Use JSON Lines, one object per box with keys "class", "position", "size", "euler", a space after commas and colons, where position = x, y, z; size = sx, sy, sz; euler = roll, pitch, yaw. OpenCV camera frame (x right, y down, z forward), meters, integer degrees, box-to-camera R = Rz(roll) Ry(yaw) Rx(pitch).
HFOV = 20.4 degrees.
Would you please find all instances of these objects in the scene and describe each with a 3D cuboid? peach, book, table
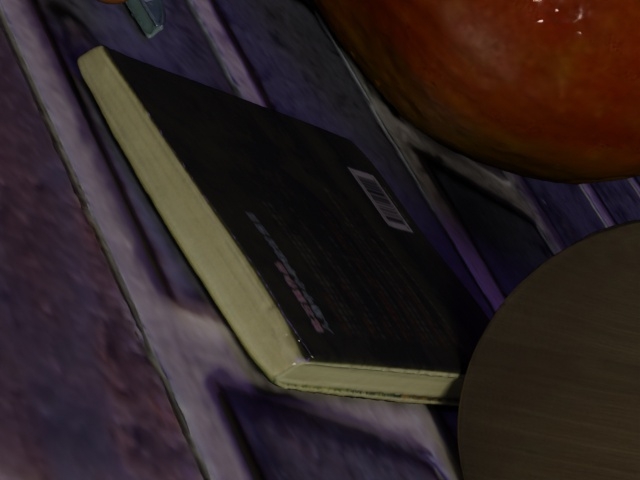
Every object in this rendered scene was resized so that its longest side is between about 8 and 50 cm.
{"class": "peach", "position": [0.144, -0.196, 1.065], "size": [0.372, 0.290, 0.373], "euler": [35, 25, -19]}
{"class": "book", "position": [0.000, 0.000, 0.765], "size": [0.160, 0.024, 0.228], "euler": [57, 19, 21]}
{"class": "table", "position": [0.180, 0.106, 0.806], "size": [0.226, 0.167, 0.167], "euler": [39, 19, -57]}

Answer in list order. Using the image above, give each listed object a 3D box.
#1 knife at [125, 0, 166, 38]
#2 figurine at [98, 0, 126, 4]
{"class": "knife", "position": [-0.121, -0.173, 0.836], "size": [0.210, 0.015, 0.028], "euler": [58, 13, 20]}
{"class": "figurine", "position": [-0.123, -0.172, 0.701], "size": [0.195, 0.102, 0.111], "euler": [46, 15, -23]}
